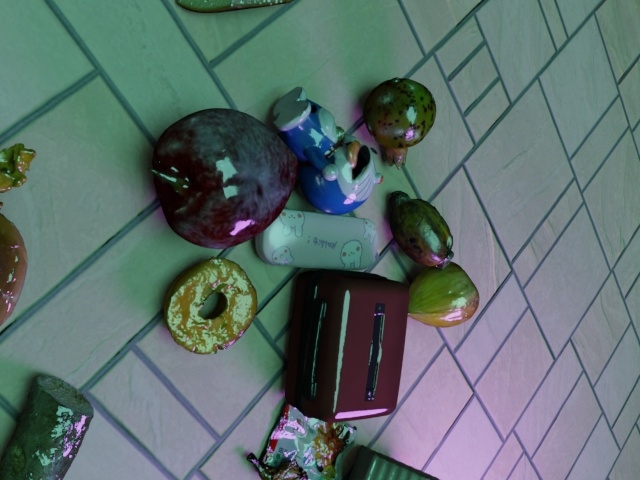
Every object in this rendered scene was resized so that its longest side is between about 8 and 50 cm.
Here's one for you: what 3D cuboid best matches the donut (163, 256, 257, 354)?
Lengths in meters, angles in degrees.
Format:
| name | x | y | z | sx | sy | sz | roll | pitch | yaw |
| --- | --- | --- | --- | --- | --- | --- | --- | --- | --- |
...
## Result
| name | x | y | z | sx | sy | sz | roll | pitch | yaw |
| --- | --- | --- | --- | --- | --- | --- | --- | --- | --- |
| donut | -0.206 | 0.118 | 1.126 | 0.178 | 0.065 | 0.162 | -32 | 108 | -30 |

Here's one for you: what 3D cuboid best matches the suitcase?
| name | x | y | z | sx | sy | sz | roll | pitch | yaw |
| --- | --- | --- | --- | --- | --- | --- | --- | --- | --- |
| suitcase | 0.055 | 0.211 | 1.274 | 0.236 | 0.161 | 0.297 | 6 | 91 | -40 |

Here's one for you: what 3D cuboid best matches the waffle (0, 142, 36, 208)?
| name | x | y | z | sx | sy | sz | roll | pitch | yaw |
| --- | --- | --- | --- | --- | --- | --- | --- | --- | --- |
| waffle | -0.535 | -0.092 | 0.758 | 0.293 | 0.069 | 0.260 | 34 | 49 | -4 |

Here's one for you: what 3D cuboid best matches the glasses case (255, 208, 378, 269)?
| name | x | y | z | sx | sy | sz | roll | pitch | yaw |
| --- | --- | --- | --- | --- | --- | --- | --- | --- | --- |
| glasses case | 0.000 | 0.000 | 1.265 | 0.296 | 0.075 | 0.113 | 4 | 93 | -37 |

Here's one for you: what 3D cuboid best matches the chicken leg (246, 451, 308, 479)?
| name | x | y | z | sx | sy | sz | roll | pitch | yaw |
| --- | --- | --- | --- | --- | --- | --- | --- | --- | --- |
| chicken leg | -0.086 | 0.465 | 1.247 | 0.145 | 0.037 | 0.062 | 19 | 72 | -27 |

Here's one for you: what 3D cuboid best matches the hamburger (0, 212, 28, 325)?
| name | x | y | z | sx | sy | sz | roll | pitch | yaw |
| --- | --- | --- | --- | --- | --- | --- | --- | --- | --- |
| hamburger | -0.538 | 0.053 | 0.815 | 0.286 | 0.146 | 0.243 | -36 | 108 | -28 |

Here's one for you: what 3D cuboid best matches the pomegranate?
| name | x | y | z | sx | sy | sz | roll | pitch | yaw |
| --- | --- | --- | --- | --- | --- | --- | --- | --- | --- |
| pomegranate | 0.167 | -0.251 | 1.334 | 0.159 | 0.159 | 0.205 | -31 | 138 | -32 |

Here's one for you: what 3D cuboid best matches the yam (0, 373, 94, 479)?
| name | x | y | z | sx | sy | sz | roll | pitch | yaw |
| --- | --- | --- | --- | --- | --- | --- | --- | --- | --- |
| yam | -0.423 | 0.311 | 0.953 | 0.107 | 0.107 | 0.183 | 30 | 79 | -36 |

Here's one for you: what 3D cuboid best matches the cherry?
| name | x | y | z | sx | sy | sz | roll | pitch | yaw |
| --- | --- | --- | --- | --- | --- | --- | --- | --- | --- |
| cherry | -0.158 | -0.106 | 1.053 | 0.300 | 0.203 | 0.230 | -17 | 97 | -45 |

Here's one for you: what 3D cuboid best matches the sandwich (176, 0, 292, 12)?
| name | x | y | z | sx | sy | sz | roll | pitch | yaw |
| --- | --- | --- | --- | --- | --- | --- | --- | --- | --- |
| sandwich | -0.136 | -0.462 | 1.108 | 0.258 | 0.096 | 0.094 | -20 | 112 | -32 |

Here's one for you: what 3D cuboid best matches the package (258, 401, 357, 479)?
| name | x | y | z | sx | sy | sz | roll | pitch | yaw |
| --- | --- | --- | --- | --- | --- | --- | --- | --- | --- |
| package | -0.015 | 0.446 | 1.321 | 0.232 | 0.040 | 0.166 | 34 | 73 | -33 |

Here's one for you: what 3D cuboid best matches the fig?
| name | x | y | z | sx | sy | sz | roll | pitch | yaw |
| --- | --- | --- | --- | --- | --- | --- | --- | --- | --- |
| fig | 0.245 | 0.146 | 1.431 | 0.257 | 0.159 | 0.159 | -18 | 105 | -28 |

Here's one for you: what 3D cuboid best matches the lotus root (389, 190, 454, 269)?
| name | x | y | z | sx | sy | sz | roll | pitch | yaw |
| --- | --- | --- | --- | --- | --- | --- | --- | --- | --- |
| lotus root | 0.221 | -0.022 | 1.406 | 0.120 | 0.120 | 0.209 | -35 | 87 | -30 |

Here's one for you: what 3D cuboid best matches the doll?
| name | x | y | z | sx | sy | sz | roll | pitch | yaw |
| --- | --- | --- | --- | --- | --- | --- | --- | --- | --- |
| doll | 0.012 | -0.174 | 1.202 | 0.257 | 0.161 | 0.215 | 54 | 23 | -35 |

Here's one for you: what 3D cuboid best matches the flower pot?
| name | x | y | z | sx | sy | sz | roll | pitch | yaw |
| --- | --- | --- | --- | --- | --- | --- | --- | --- | --- |
| flower pot | 0.161 | 0.584 | 1.364 | 0.239 | 0.209 | 0.190 | 31 | 75 | -34 |
